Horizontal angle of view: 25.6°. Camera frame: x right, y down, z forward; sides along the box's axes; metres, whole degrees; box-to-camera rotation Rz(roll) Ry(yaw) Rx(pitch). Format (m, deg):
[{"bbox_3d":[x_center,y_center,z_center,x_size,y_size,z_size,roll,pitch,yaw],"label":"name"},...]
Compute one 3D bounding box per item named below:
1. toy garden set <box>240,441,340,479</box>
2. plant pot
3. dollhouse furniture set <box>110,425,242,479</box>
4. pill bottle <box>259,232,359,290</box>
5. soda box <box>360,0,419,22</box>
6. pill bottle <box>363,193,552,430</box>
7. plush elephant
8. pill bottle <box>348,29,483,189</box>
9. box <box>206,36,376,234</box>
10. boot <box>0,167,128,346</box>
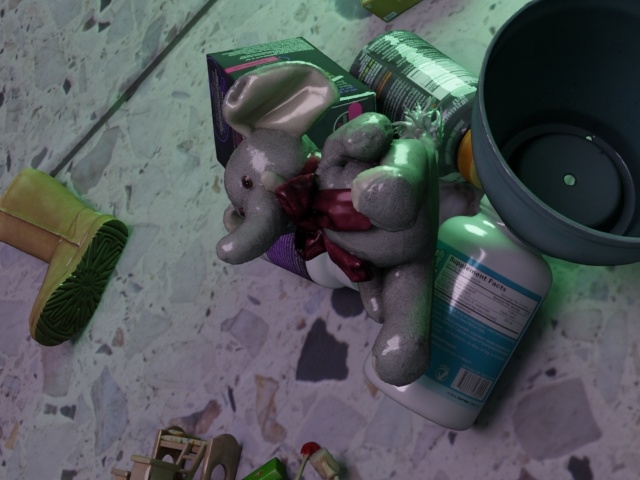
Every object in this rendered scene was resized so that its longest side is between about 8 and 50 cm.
[{"bbox_3d":[-0.045,0.330,1.704,0.203,0.049,0.244,-35,13,8],"label":"toy garden set"},{"bbox_3d":[0.286,-0.094,1.486,0.196,0.293,0.293,110,161,-65],"label":"plant pot"},{"bbox_3d":[-0.229,0.287,1.870,0.182,0.161,0.101,2,74,41],"label":"dollhouse furniture set"},{"bbox_3d":[0.000,0.000,1.823,0.193,0.108,0.108,23,89,45],"label":"pill bottle"},{"bbox_3d":[0.136,-0.371,1.891,0.181,0.058,0.061,-29,55,29],"label":"soda box"},{"bbox_3d":[0.170,0.074,1.615,0.146,0.146,0.264,32,94,44],"label":"pill bottle"},{"bbox_3d":[-0.003,-0.044,1.543,0.255,0.272,0.330,0,43,10],"label":"plush elephant"},{"bbox_3d":[0.148,-0.155,1.740,0.130,0.130,0.245,-55,46,9],"label":"pill bottle"},{"bbox_3d":[-0.037,-0.141,1.803,0.270,0.143,0.165,-131,32,-58],"label":"box"},{"bbox_3d":[-0.439,0.024,2.225,0.269,0.089,0.236,24,77,44],"label":"boot"}]
